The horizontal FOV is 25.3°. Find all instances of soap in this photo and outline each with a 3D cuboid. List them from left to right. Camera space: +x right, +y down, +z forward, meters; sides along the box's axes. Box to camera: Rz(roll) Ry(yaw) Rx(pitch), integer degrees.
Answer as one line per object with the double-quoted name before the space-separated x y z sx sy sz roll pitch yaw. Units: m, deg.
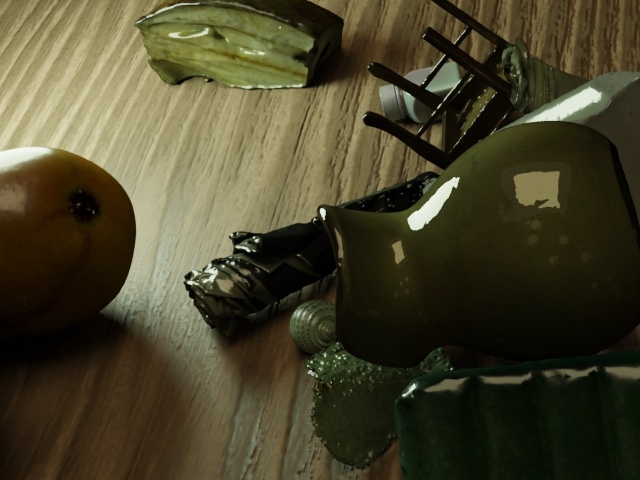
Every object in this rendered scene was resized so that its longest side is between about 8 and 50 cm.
"soap" 0.303 -0.029 1.675 0.159 0.257 0.302 -41 8 -27

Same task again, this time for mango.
"mango" -0.413 0.020 1.795 0.378 0.264 0.221 -23 59 21

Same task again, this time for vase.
"vase" 0.186 0.033 1.476 0.302 0.329 0.240 -18 65 14

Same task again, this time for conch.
"conch" -0.004 0.096 1.676 0.076 0.056 0.085 -21 34 -27

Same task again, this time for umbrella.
"umbrella" -0.003 -0.004 1.765 0.358 0.106 0.113 -26 21 -13

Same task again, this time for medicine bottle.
"medicine bottle" 0.145 -0.204 2.008 0.118 0.055 0.074 -12 37 6

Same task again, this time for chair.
"chair" 0.235 -0.175 1.875 0.186 0.319 0.160 -52 17 33

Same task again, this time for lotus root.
"lotus root" -0.116 -0.329 2.201 0.314 0.210 0.142 11 55 16

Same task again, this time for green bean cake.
"green bean cake" 0.241 0.183 1.249 0.308 0.169 0.300 -9 -8 16

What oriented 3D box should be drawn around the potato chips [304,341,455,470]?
"potato chips" 0.065 0.149 1.572 0.167 0.059 0.228 -3 37 5
